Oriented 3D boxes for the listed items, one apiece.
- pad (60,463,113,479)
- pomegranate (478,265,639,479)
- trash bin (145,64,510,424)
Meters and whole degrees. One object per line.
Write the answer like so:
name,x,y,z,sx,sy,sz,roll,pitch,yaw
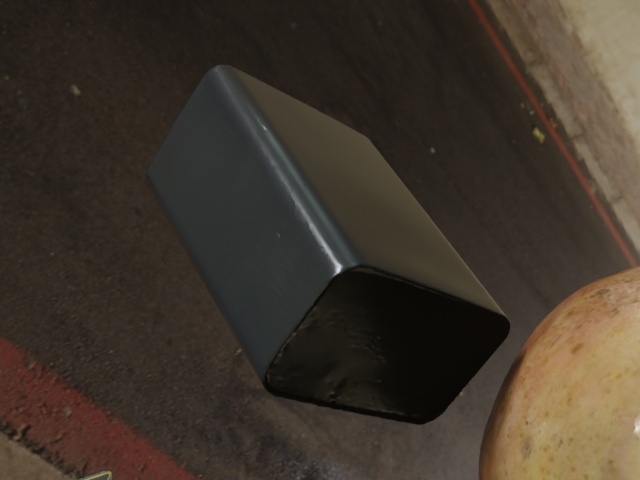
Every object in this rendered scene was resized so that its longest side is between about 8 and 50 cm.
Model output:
pad,-0.448,0.389,1.008,0.063,0.375,0.315,56,31,-16
pomegranate,0.260,0.150,0.450,0.322,0.322,0.322,37,41,-40
trash bin,0.000,0.000,0.503,0.165,0.115,0.225,22,21,-38
